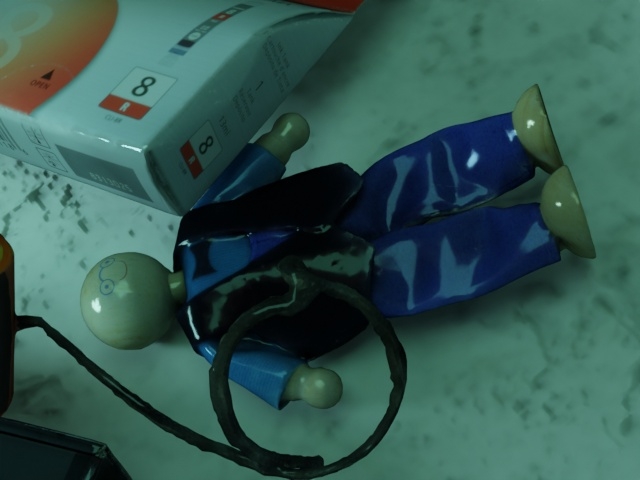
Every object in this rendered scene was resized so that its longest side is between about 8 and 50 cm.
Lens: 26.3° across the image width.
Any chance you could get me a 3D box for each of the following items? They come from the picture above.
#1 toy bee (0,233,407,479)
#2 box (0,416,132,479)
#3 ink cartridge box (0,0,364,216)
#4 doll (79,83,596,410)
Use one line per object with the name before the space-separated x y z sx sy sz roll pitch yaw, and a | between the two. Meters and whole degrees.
toy bee | -0.156 0.041 0.414 0.162 0.298 0.195 39 107 58
box | -0.179 0.155 0.450 0.175 0.051 0.220 11 61 19
ink cartridge box | -0.061 -0.101 0.571 0.145 0.045 0.179 19 63 37
doll | 0.000 0.000 0.511 0.189 0.046 0.129 -18 57 8
